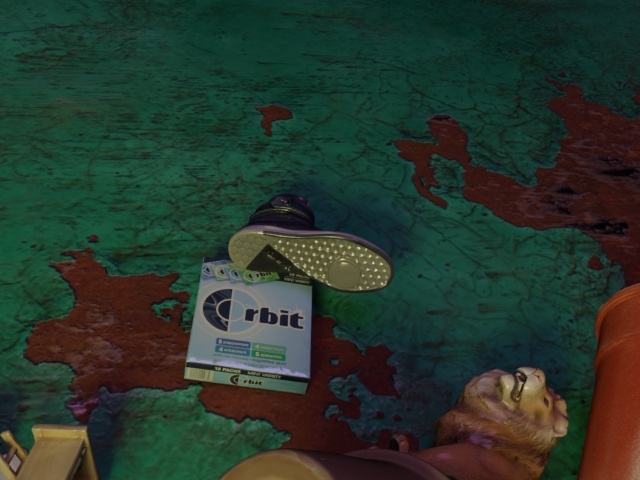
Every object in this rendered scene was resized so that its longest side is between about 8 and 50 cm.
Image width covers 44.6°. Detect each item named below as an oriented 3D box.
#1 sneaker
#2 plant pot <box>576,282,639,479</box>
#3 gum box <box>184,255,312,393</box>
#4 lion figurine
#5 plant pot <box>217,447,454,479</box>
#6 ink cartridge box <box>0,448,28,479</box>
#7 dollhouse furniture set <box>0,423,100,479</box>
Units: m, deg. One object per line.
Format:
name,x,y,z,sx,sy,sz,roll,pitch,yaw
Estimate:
sneaker,0.000,-0.002,1.113,0.226,0.086,0.163,13,21,6
plant pot,0.411,0.228,0.868,0.272,0.272,0.265,25,58,11
gum box,-0.091,0.110,1.043,0.157,0.041,0.184,9,44,-8
lion figurine,0.188,0.323,0.853,0.240,0.142,0.392,8,57,-18
plant pot,0.007,0.289,0.670,0.263,0.229,0.263,-17,52,23
ink cartridge box,-0.363,0.321,0.759,0.232,0.066,0.189,-6,42,-50
dollhouse furniture set,-0.322,0.277,0.753,0.161,0.101,0.182,1,30,5
